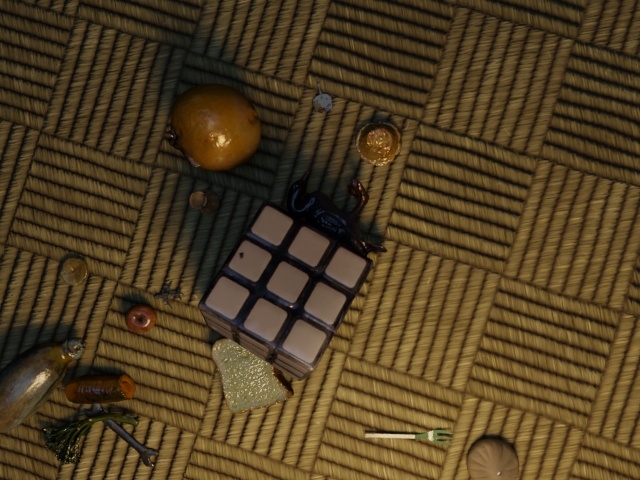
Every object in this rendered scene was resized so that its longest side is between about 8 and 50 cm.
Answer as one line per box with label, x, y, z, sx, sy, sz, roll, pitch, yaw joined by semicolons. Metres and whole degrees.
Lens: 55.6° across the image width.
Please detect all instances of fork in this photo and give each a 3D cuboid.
fork;0.237;0.525;1.637;0.235;0.021;0.039;2;86;4

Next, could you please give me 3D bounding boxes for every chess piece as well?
chess piece;-0.311;-0.106;1.612;0.066;0.122;0.066;0;89;2

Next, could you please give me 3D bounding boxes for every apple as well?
apple;-0.486;0.209;1.644;0.084;0.071;0.084;0;93;-5

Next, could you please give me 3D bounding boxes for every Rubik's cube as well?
Rubik's cube;-0.089;0.135;1.481;0.304;0.305;0.301;29;73;4

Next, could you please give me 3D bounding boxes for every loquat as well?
loquat;-0.276;-0.288;1.563;0.244;0.244;0.244;0;90;2

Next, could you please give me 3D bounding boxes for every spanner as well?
spanner;-0.546;0.530;1.670;0.254;0.015;0.054;40;89;2

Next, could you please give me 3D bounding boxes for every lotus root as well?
lotus root;-0.771;0.363;1.613;0.140;0.158;0.322;41;84;2

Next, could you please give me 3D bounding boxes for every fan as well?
fan;0.002;-0.390;1.660;0.056;0.004;0.083;-14;89;3

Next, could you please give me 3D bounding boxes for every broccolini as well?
broccolini;-0.616;0.538;1.646;0.271;0.062;0.123;-13;104;5

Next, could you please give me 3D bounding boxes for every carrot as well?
carrot;-0.597;0.400;1.641;0.173;0.082;0.082;-7;89;2

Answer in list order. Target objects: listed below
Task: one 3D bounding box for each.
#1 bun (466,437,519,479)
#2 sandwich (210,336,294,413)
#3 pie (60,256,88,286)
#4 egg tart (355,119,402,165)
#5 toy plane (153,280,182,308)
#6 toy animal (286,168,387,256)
bun;0.458;0.595;1.591;0.138;0.094;0.138;0;91;-1
sandwich;-0.185;0.344;1.632;0.186;0.065;0.215;-16;88;2
pie;-0.678;0.086;1.676;0.084;0.020;0.084;0;91;4
egg tart;0.158;-0.263;1.631;0.129;0.049;0.129;0;91;3
toy plane;-0.418;0.151;1.663;0.084;0.024;0.078;-6;71;2
toy animal;0.050;-0.060;1.600;0.185;0.122;0.298;-40;95;-9
